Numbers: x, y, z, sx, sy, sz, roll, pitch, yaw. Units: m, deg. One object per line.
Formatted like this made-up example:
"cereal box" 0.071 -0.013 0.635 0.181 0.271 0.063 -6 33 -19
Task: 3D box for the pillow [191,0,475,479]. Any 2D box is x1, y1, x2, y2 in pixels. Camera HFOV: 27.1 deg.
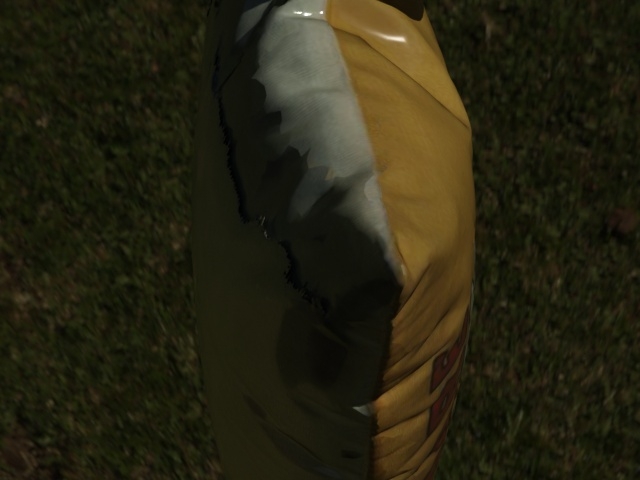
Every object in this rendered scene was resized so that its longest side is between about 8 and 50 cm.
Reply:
"pillow" 0.000 0.000 0.611 0.119 0.310 0.312 0 49 -8
